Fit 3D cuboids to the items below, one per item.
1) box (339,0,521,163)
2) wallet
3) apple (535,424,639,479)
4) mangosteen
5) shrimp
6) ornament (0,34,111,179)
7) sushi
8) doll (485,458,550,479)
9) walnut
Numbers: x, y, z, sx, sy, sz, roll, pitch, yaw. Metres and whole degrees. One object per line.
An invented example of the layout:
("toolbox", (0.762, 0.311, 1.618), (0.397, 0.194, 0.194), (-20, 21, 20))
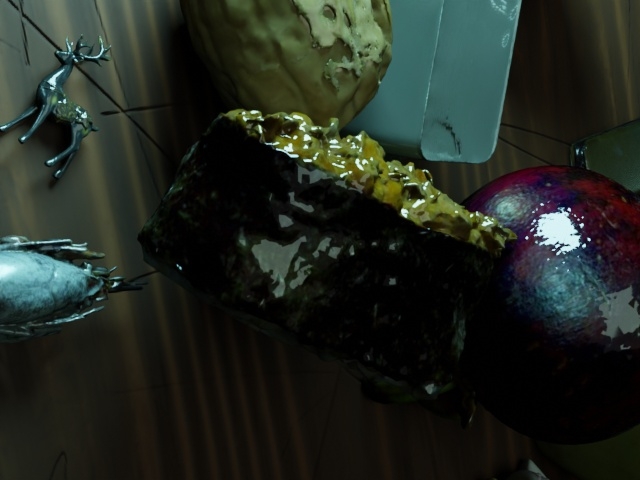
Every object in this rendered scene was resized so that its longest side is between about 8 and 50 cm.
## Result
("box", (0.106, -0.187, 1.139), (0.163, 0.135, 0.243), (0, 104, -46))
("wallet", (0.412, -0.103, 1.507), (0.198, 0.031, 0.110), (-20, 104, -38))
("apple", (0.459, 0.180, 1.474), (0.360, 0.311, 0.320), (-59, 168, -6))
("mangosteen", (0.223, 0.082, 1.188), (0.359, 0.306, 0.306), (-22, 107, -15))
("shrimp", (-0.237, 0.041, 0.924), (0.232, 0.079, 0.090), (3, 94, -46))
("ornament", (-0.217, -0.123, 0.962), (0.073, 0.028, 0.125), (42, 67, -33))
("sushi", (0.000, 0.000, 0.998), (0.348, 0.234, 0.208), (26, 92, -44))
("doll", (0.286, 0.334, 1.374), (0.207, 0.081, 0.129), (18, 42, -32))
("walnut", (-0.033, -0.211, 1.015), (0.198, 0.198, 0.245), (-44, 121, -31))
